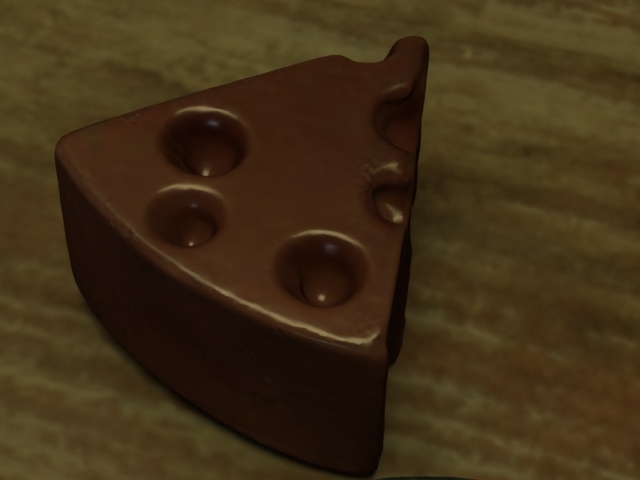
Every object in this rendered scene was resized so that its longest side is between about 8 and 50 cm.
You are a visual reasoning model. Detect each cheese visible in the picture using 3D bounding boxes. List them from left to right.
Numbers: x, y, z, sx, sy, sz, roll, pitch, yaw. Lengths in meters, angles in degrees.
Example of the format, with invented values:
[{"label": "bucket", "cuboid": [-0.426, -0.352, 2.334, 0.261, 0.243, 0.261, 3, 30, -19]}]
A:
[{"label": "cheese", "cuboid": [-0.007, 0.021, 0.986, 0.203, 0.128, 0.177, -16, 56, -16]}]

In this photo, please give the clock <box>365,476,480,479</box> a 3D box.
[{"label": "clock", "cuboid": [0.046, 0.227, 0.864, 0.281, 0.055, 0.280, -1, 53, 1]}]
